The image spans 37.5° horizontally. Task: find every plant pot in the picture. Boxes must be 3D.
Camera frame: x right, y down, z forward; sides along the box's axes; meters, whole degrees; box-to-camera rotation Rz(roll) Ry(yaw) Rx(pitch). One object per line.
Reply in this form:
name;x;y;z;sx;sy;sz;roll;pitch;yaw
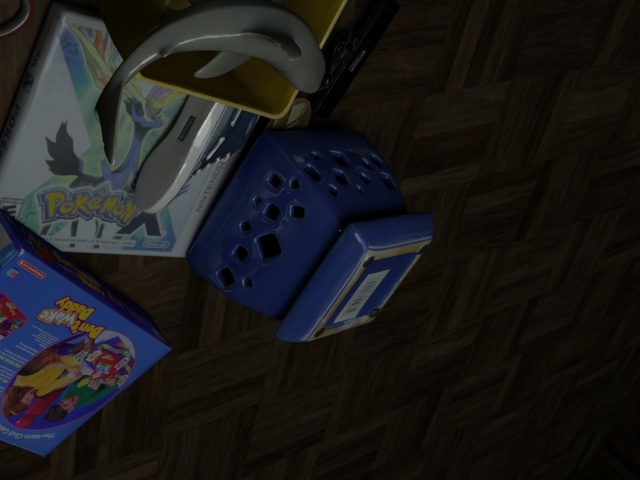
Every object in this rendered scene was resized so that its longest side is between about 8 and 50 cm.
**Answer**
plant pot;0.000;0.000;1.298;0.236;0.212;0.236;-10;140;-55
plant pot;-0.115;-0.279;0.982;0.212;0.187;0.212;9;117;-49

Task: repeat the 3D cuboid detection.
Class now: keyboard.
keyboard;0.035;-0.259;1.302;0.192;0.038;0.100;-57;167;12

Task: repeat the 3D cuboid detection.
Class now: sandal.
sandal;-0.073;-0.131;1.293;0.072;0.049;0.180;-21;153;-42

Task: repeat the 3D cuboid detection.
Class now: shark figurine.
shark figurine;-0.082;-0.172;0.863;0.278;0.116;0.166;-20;135;-35

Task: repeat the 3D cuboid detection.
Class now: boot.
boot;-0.146;-0.106;1.155;0.086;0.069;0.190;25;103;-51

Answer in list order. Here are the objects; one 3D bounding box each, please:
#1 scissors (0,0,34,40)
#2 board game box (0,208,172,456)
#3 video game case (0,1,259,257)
scissors;-0.400;-0.162;0.949;0.297;0.021;0.109;-50;147;6
board game box;-0.369;0.130;1.170;0.233;0.078;0.347;-40;149;-1
video game case;-0.230;-0.113;1.152;0.329;0.036;0.300;5;120;-48
